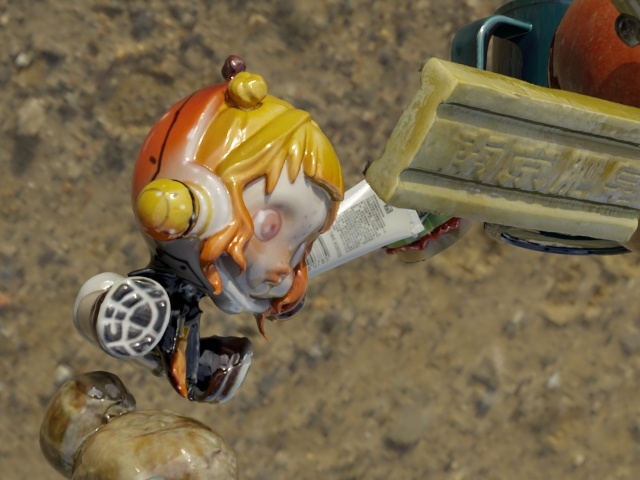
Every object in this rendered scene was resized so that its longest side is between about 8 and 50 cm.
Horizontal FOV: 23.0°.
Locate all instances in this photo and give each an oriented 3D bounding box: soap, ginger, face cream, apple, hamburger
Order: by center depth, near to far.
[{"bbox_3d":[0.143,-0.055,1.028,0.252,0.037,0.092,7,121,-42],"label":"soap"},{"bbox_3d":[-0.144,0.261,1.468,0.155,0.244,0.304,-28,102,-42],"label":"ginger"},{"bbox_3d":[0.407,-0.152,1.717,0.277,0.348,0.348,-23,140,-4],"label":"apple"},{"bbox_3d":[0.000,0.000,1.840,0.243,0.058,0.092,-27,97,-14],"label":"face cream"},{"bbox_3d":[0.137,-0.062,2.268,0.175,0.175,0.137,-41,108,-23],"label":"hamburger"}]

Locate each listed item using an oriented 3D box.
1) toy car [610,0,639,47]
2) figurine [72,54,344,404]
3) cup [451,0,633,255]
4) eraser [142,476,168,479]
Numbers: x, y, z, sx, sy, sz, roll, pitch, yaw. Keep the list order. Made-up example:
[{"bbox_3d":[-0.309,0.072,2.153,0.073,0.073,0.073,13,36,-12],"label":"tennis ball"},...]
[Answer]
[{"bbox_3d":[0.295,-0.283,1.434,0.101,0.124,0.257,-45,105,-24],"label":"toy car"},{"bbox_3d":[-0.103,-0.016,1.536,0.323,0.196,0.320,-59,153,-8],"label":"figurine"},{"bbox_3d":[0.317,-0.146,1.987,0.308,0.242,0.292,25,68,-63],"label":"cup"},{"bbox_3d":[-0.056,0.257,0.908,0.081,0.174,0.227,-30,106,-28],"label":"eraser"}]
